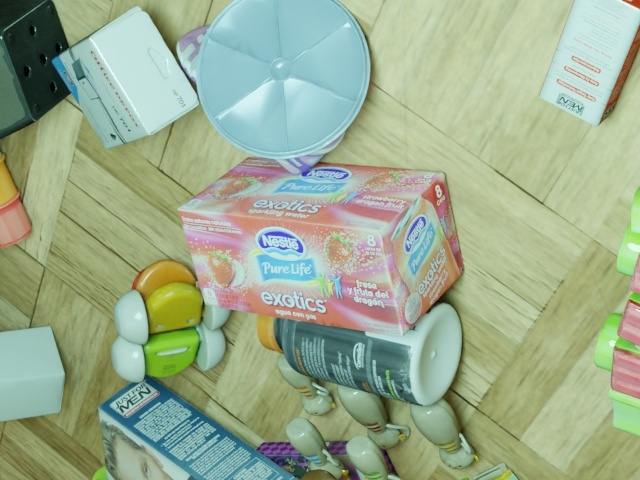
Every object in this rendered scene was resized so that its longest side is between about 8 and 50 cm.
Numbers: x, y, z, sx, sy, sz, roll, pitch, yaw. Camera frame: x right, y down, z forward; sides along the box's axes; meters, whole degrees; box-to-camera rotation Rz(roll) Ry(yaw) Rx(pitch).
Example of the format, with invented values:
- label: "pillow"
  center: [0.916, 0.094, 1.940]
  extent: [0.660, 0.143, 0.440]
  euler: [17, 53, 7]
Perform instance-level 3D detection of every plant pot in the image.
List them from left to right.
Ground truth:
- label: "plant pot"
  center: [-0.431, -0.231, 1.791]
  extent: [0.167, 0.188, 0.187]
  euler: [-3, 118, 24]

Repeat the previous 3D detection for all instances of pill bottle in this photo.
- label: "pill bottle"
  center: [0.041, 0.118, 1.691]
  extent: [0.246, 0.130, 0.130]
  euler: [11, 126, 32]

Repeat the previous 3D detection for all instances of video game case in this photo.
- label: "video game case"
  center: [0.030, 0.384, 1.953]
  extent: [0.232, 0.042, 0.210]
  euler: [-8, 113, 41]

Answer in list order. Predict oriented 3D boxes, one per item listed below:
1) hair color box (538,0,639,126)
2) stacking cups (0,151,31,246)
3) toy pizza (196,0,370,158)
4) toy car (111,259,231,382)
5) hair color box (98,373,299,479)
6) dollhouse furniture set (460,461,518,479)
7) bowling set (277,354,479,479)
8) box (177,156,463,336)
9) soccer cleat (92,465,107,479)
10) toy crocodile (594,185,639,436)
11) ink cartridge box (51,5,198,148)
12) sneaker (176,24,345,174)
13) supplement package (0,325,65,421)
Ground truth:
- label: "hair color box"
  center: [0.276, -0.191, 1.352]
  extent: [0.072, 0.043, 0.141]
  euler: [31, 133, 17]
- label: "stacking cups"
  center: [-0.516, -0.135, 1.972]
  extent: [0.096, 0.096, 0.316]
  euler: [2, 120, 37]
- label: "toy pizza"
  center: [-0.042, -0.191, 1.540]
  extent: [0.201, 0.032, 0.201]
  euler: [-1, 86, 10]
- label: "toy car"
  center: [-0.218, 0.105, 1.895]
  extent: [0.136, 0.159, 0.182]
  euler: [-120, 30, -41]
- label: "hair color box"
  center: [-0.172, 0.362, 2.009]
  extent: [0.347, 0.105, 0.174]
  euler: [30, 137, 31]
- label: "dollhouse furniture set"
  center: [0.206, 0.353, 1.782]
  extent: [0.076, 0.058, 0.152]
  euler: [50, 137, -2]
- label: "bowling set"
  center: [0.035, 0.278, 1.757]
  extent: [0.287, 0.200, 0.154]
  euler: [17, 152, 36]
- label: "box"
  center: [0.000, 0.000, 1.626]
  extent: [0.300, 0.154, 0.142]
  euler: [7, 123, 36]
- label: "soccer cleat"
  center: [-0.257, 0.466, 2.201]
  extent: [0.289, 0.093, 0.121]
  euler: [27, 140, 21]
- label: "toy crocodile"
  center: [0.356, 0.085, 1.440]
  extent: [0.115, 0.105, 0.340]
  euler: [22, 131, 25]
- label: "ink cartridge box"
  center: [-0.245, -0.198, 1.684]
  extent: [0.139, 0.082, 0.191]
  euler: [59, 159, -12]
- label: "sneaker"
  center: [-0.080, -0.160, 1.625]
  extent: [0.236, 0.095, 0.104]
  euler: [39, 150, 12]
- label: "supplement package"
  center: [-0.504, 0.215, 2.134]
  extent: [0.105, 0.179, 0.105]
  euler: [107, 148, -42]
